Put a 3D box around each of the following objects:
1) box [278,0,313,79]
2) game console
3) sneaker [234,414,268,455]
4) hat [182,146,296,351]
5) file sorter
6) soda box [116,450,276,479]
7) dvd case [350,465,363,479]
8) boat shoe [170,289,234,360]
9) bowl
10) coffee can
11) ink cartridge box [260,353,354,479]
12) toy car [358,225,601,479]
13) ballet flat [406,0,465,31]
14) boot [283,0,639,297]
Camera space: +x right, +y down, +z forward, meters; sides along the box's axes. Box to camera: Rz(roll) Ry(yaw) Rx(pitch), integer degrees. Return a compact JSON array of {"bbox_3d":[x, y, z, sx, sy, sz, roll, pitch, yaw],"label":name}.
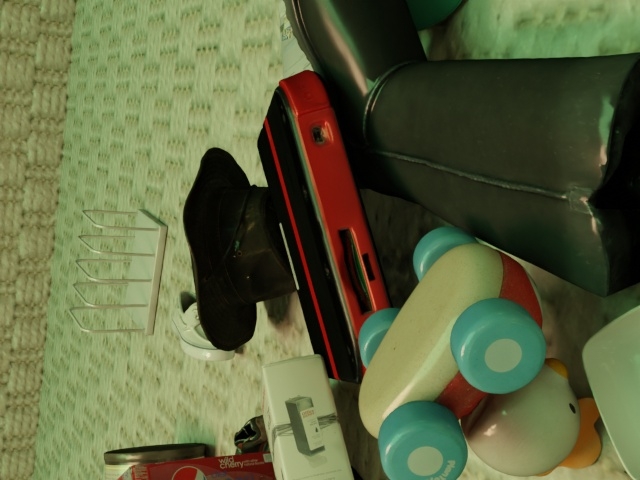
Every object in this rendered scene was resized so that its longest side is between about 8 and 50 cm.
[{"bbox_3d":[-0.016,-0.331,1.215,0.145,0.038,0.186,-23,67,56],"label":"box"},{"bbox_3d":[0.000,0.000,0.991,0.342,0.060,0.387,141,115,-79],"label":"game console"},{"bbox_3d":[-0.128,0.346,1.309,0.158,0.064,0.061,-57,42,38],"label":"sneaker"},{"bbox_3d":[-0.100,0.010,1.211,0.133,0.331,0.332,-4,81,14],"label":"hat"},{"bbox_3d":[-0.507,0.072,1.852,0.193,0.173,0.278,27,109,56],"label":"file sorter"},{"bbox_3d":[-0.191,0.404,1.215,0.092,0.263,0.084,-48,47,45],"label":"soda box"},{"bbox_3d":[0.048,0.474,1.053,0.180,0.022,0.253,41,121,53],"label":"dvd case"},{"bbox_3d":[-0.240,0.164,1.482,0.258,0.095,0.084,23,111,56],"label":"boat shoe"},{"bbox_3d":[0.306,0.123,0.634,0.142,0.053,0.142,-47,49,47],"label":"bowl"},{"bbox_3d":[-0.322,0.550,1.476,0.201,0.201,0.276,-21,70,56],"label":"coffee can"},{"bbox_3d":[-0.020,0.288,1.029,0.159,0.092,0.218,99,161,-59],"label":"ink cartridge box"},{"bbox_3d":[0.179,0.136,0.711,0.210,0.238,0.219,-58,13,15],"label":"toy car"},{"bbox_3d":[0.163,-0.332,0.914,0.206,0.073,0.067,-31,34,50],"label":"ballet flat"},{"bbox_3d":[0.140,-0.171,0.764,0.445,0.146,0.367,34,148,58],"label":"boot"}]
